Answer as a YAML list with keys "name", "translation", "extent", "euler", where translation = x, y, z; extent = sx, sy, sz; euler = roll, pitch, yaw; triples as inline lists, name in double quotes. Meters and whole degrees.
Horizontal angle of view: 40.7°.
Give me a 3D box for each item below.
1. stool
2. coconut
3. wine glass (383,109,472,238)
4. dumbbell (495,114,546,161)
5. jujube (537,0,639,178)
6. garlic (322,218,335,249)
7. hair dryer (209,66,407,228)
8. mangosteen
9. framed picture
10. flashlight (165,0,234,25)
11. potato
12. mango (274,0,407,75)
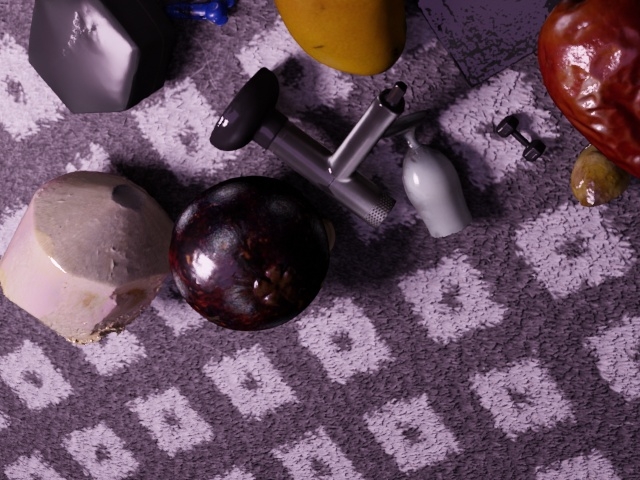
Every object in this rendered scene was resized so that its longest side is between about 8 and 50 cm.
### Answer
- name: "stool"
  translation: [-0.367, -0.331, 1.451]
  extent: [0.232, 0.141, 0.232]
  euler: [12, 123, 18]
- name: "coconut"
  translation: [-0.413, 0.020, 1.587]
  extent: [0.297, 0.297, 0.309]
  euler: [39, 129, -5]
- name: "wine glass"
  translation: [0.178, -0.106, 1.424]
  extent: [0.093, 0.093, 0.202]
  euler: [-18, 112, 27]
- name: "dumbbell"
  translation: [0.318, -0.163, 1.376]
  extent: [0.083, 0.040, 0.036]
  euler: [41, 154, -6]
- name: "jujube"
  translation: [0.449, -0.222, 1.200]
  extent: [0.223, 0.223, 0.318]
  euler: [-33, 108, 31]
- name: "garlic"
  translation: [-0.001, 0.000, 1.582]
  extent: [0.053, 0.041, 0.083]
  euler: [41, 117, 9]
- name: "hair dryer"
  translation: [0.014, -0.197, 1.382]
  extent: [0.320, 0.155, 0.284]
  euler: [29, 127, 3]
- name: "mangosteen"
  translation: [-0.125, 0.017, 1.484]
  extent: [0.288, 0.288, 0.288]
  euler: [9, 121, 15]
- name: "framed picture"
  translation: [0.294, -0.409, 1.257]
  extent: [0.339, 0.014, 0.255]
  euler: [-29, 107, 31]
- name: "flashlight"
  translation: [-0.200, -0.378, 1.435]
  extent: [0.121, 0.057, 0.035]
  euler: [7, 159, 22]
- name: "potato"
  translation: [0.430, -0.104, 1.332]
  extent: [0.096, 0.103, 0.066]
  euler: [-18, 115, 25]
- name: "mango"
  translation: [0.029, -0.384, 1.275]
  extent: [0.211, 0.173, 0.317]
  euler: [-3, 129, 21]
